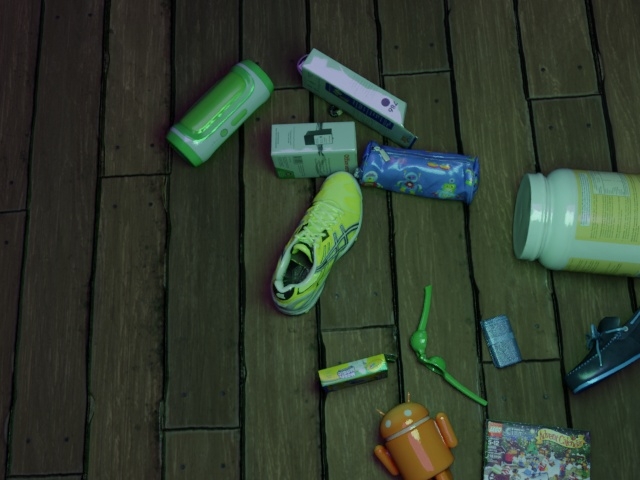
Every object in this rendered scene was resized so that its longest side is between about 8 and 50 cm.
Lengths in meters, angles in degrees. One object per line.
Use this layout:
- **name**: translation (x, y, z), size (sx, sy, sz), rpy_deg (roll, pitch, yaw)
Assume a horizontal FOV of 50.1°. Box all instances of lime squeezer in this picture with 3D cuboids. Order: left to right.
- **lime squeezer**: translation (0.278, 0.267, 1.630), size (0.110, 0.059, 0.310), rpy_deg (-14, 71, -31)

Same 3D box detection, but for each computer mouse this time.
- **computer mouse**: translation (0.017, -0.419, 1.828), size (0.106, 0.042, 0.193), rpy_deg (-43, 82, -2)

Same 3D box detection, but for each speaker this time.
- **speaker**: translation (-0.261, -0.331, 1.779), size (0.131, 0.131, 0.296), rpy_deg (42, 82, 13)

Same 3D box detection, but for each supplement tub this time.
- **supplement tub**: translation (0.632, -0.042, 1.581), size (0.332, 0.241, 0.240), rpy_deg (5, 76, 5)

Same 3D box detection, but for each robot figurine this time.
- **robot figurine**: translation (0.213, 0.459, 1.536), size (0.128, 0.158, 0.219), rpy_deg (-17, 72, -37)

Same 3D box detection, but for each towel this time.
- **towel**: translation (0.430, 0.240, 1.629), size (0.067, 0.029, 0.119), rpy_deg (-16, 74, 0)

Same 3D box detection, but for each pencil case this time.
- **pencil case**: translation (0.242, -0.173, 1.700), size (0.306, 0.133, 0.119), rpy_deg (10, 63, 5)

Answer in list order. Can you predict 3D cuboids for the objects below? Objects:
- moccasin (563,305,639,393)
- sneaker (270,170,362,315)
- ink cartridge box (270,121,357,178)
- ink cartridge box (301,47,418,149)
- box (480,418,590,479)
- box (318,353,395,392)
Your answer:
- **moccasin**: translation (0.682, 0.228, 1.578), size (0.342, 0.137, 0.116), rpy_deg (-28, 70, -18)
- **sneaker**: translation (0.000, 0.000, 1.662), size (0.145, 0.147, 0.384), rpy_deg (20, 76, 11)
- **ink cartridge box**: translation (-0.012, -0.224, 1.719), size (0.209, 0.153, 0.086), rpy_deg (-1, 71, 3)
- **ink cartridge box**: translation (0.107, -0.347, 1.712), size (0.333, 0.165, 0.065), rpy_deg (33, 85, 1)
- **box**: translation (0.485, 0.497, 1.549), size (0.233, 0.044, 0.159), rpy_deg (5, 76, 5)
- **box**: translation (0.090, 0.308, 1.595), size (0.179, 0.105, 0.043), rpy_deg (-17, 68, 0)
